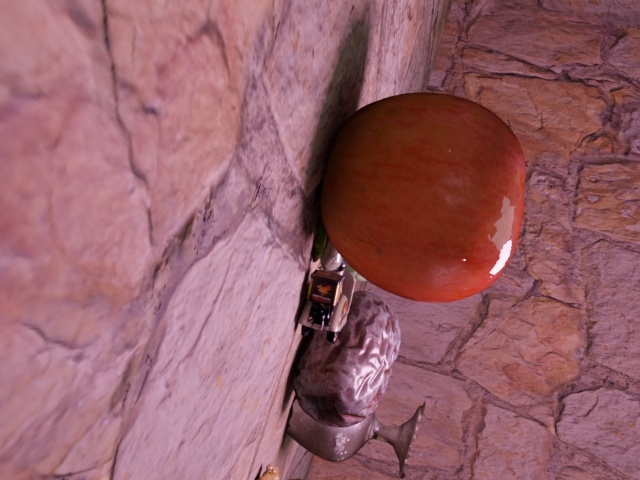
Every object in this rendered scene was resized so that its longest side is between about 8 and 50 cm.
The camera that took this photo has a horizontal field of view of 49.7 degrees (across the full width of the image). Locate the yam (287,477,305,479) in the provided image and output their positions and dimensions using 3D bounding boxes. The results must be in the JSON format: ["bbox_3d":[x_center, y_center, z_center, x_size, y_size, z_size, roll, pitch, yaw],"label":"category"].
[{"bbox_3d":[-0.070,0.781,1.967,0.268,0.161,0.161,98,11,-60],"label":"yam"}]

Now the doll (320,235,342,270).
[{"bbox_3d":[0.045,-0.025,1.371,0.214,0.071,0.103,-57,156,-49],"label":"doll"}]

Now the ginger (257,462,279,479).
[{"bbox_3d":[-0.125,0.571,1.494,0.193,0.052,0.176,76,37,-73],"label":"ginger"}]

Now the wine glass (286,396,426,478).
[{"bbox_3d":[0.088,0.463,1.774,0.238,0.323,0.238,19,90,-82],"label":"wine glass"}]

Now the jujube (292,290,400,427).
[{"bbox_3d":[0.067,0.267,1.597,0.226,0.226,0.317,97,15,-50],"label":"jujube"}]

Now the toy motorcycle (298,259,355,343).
[{"bbox_3d":[0.021,0.115,1.431,0.263,0.091,0.157,-44,146,-76],"label":"toy motorcycle"}]

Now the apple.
[{"bbox_3d":[0.167,-0.082,1.190,0.364,0.364,0.364,17,90,-82],"label":"apple"}]

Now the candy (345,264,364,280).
[{"bbox_3d":[0.119,0.017,1.960,0.440,0.119,0.119,-72,177,-79],"label":"candy"}]

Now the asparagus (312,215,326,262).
[{"bbox_3d":[-0.001,0.000,1.276,0.025,0.021,0.108,-65,169,-51],"label":"asparagus"}]
